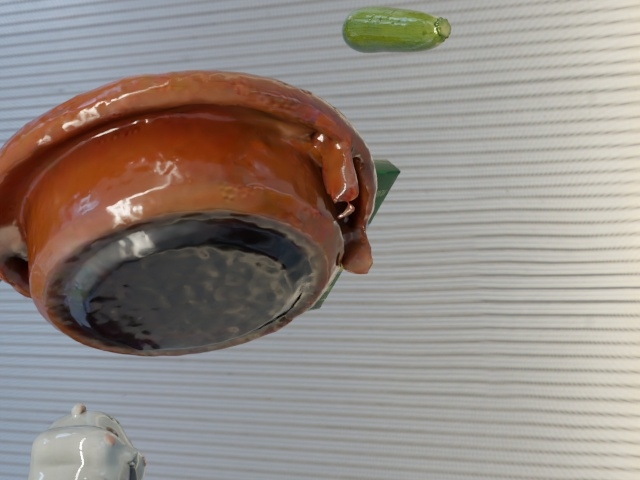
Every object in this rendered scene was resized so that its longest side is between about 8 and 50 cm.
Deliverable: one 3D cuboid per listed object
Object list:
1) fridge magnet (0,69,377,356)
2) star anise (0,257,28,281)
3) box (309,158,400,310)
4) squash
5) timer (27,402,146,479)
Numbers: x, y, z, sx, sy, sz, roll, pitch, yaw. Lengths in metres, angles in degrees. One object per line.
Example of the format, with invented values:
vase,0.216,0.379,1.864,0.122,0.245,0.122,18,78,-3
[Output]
fridge magnet,-0.123,-0.011,0.833,0.363,0.363,0.155,-24,57,17
star anise,-0.485,0.004,1.387,0.208,0.063,0.172,-14,77,21
box,0.000,0.000,1.158,0.034,0.132,0.235,45,122,28
squash,0.102,-0.291,1.270,0.201,0.066,0.066,16,93,51
timer,-0.303,0.364,1.141,0.291,0.291,0.315,-10,58,19
